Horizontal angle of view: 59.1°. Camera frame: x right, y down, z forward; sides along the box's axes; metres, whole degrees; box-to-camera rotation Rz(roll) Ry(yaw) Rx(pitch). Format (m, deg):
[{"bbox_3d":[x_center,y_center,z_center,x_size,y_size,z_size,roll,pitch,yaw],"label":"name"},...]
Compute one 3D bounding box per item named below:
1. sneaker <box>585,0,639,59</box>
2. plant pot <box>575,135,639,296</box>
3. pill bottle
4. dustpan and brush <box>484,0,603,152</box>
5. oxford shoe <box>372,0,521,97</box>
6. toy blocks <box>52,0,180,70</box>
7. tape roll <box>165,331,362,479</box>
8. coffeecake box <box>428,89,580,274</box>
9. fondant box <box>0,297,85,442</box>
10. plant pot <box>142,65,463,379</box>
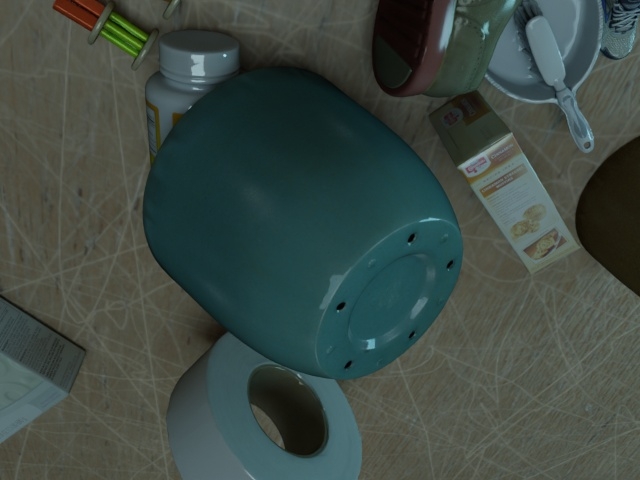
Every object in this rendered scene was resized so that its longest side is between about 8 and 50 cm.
[{"bbox_3d":[0.323,-0.256,0.608,0.052,0.058,0.135,-16,125,8],"label":"sneaker"},{"bbox_3d":[0.481,0.015,0.688,0.237,0.254,0.237,-1,125,-1],"label":"plant pot"},{"bbox_3d":[-0.136,-0.119,0.644,0.117,0.117,0.215,4,125,-5],"label":"pill bottle"},{"bbox_3d":[0.266,-0.193,0.646,0.147,0.060,0.211,-28,121,17],"label":"dustpan and brush"},{"bbox_3d":[0.154,-0.310,0.546,0.130,0.123,0.348,-3,127,-29],"label":"oxford shoe"},{"bbox_3d":[-0.225,-0.263,0.572,0.148,0.054,0.123,31,117,-26],"label":"toy blocks"},{"bbox_3d":[-0.074,0.268,0.817,0.286,0.286,0.100,34,116,-24],"label":"tape roll"},{"bbox_3d":[0.218,-0.073,0.678,0.068,0.142,0.185,-33,120,18],"label":"coffeecake box"},{"bbox_3d":[-0.567,0.166,0.835,0.238,0.096,0.330,-35,118,20],"label":"fondant box"},{"bbox_3d":[0.000,0.000,0.588,0.293,0.235,0.293,-24,135,-27],"label":"plant pot"}]
